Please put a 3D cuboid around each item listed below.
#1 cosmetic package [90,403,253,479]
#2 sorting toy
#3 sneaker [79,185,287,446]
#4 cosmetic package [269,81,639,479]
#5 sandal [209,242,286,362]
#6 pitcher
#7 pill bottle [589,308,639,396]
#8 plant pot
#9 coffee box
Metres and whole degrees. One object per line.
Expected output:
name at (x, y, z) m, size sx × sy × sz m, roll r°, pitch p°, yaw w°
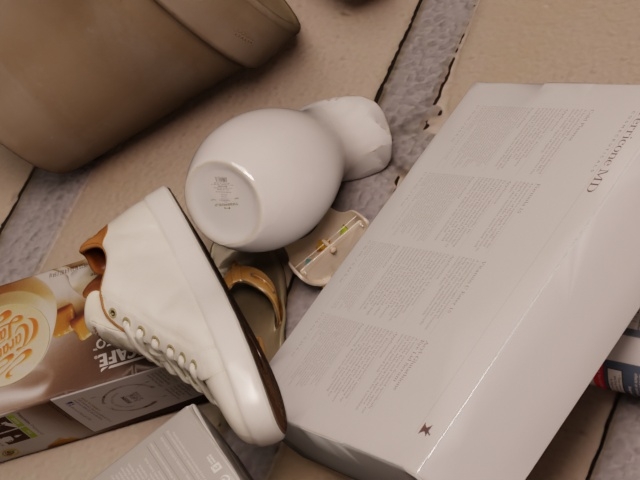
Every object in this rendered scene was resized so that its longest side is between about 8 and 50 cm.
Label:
cosmetic package at (-0.161, 0.266, 1.324) m, size 0.238 × 0.127 × 0.107 m, roll -34°, pitch 56°, yaw -4°
sorting toy at (0.000, 0.000, 1.473) m, size 0.083 × 0.045 × 0.075 m, roll -40°, pitch 49°, yaw -7°
sneaker at (-0.123, 0.083, 1.317) m, size 0.123 × 0.106 × 0.290 m, roll -30°, pitch 46°, yaw -4°
cosmetic package at (0.133, 0.036, 1.294) m, size 0.377 × 0.097 × 0.284 m, roll -53°, pitch 25°, yaw -14°
sandal at (-0.068, 0.062, 1.453) m, size 0.072 × 0.049 × 0.180 m, roll -16°, pitch 57°, yaw 10°
pitcher at (-0.055, -0.066, 1.453) m, size 0.177 × 0.125 × 0.207 m, roll -4°, pitch 18°, yaw 33°
pill bottle at (0.312, 0.085, 1.272) m, size 0.180 × 0.108 × 0.108 m, roll 12°, pitch 66°, yaw 25°
plant pot at (-0.227, -0.226, 1.551) m, size 0.280 × 0.323 × 0.323 m, roll -46°, pitch 56°, yaw 11°
coffee box at (-0.226, 0.104, 1.455) m, size 0.246 × 0.098 × 0.141 m, roll -16°, pitch 58°, yaw 10°
